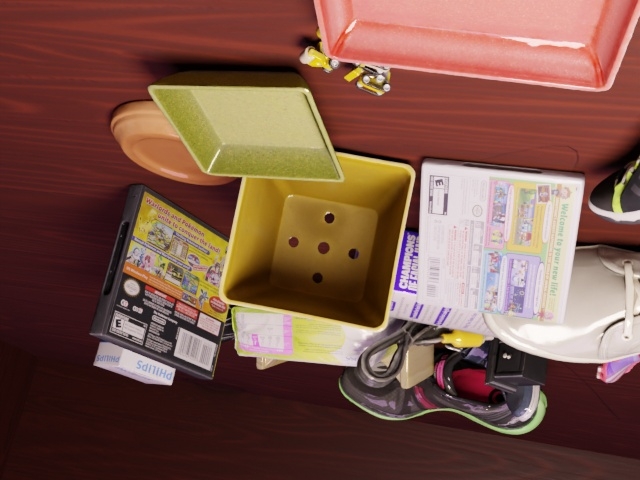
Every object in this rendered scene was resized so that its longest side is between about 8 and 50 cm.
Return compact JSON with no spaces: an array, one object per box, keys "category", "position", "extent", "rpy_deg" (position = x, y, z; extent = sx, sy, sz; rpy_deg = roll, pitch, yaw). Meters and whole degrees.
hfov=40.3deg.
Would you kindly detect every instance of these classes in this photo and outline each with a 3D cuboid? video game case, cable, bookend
[{"category":"video game case","position":[0.221,0.003,1.099],"extent":[0.193,0.023,0.212],"rpy_deg":[7,122,15]},{"category":"video game case","position":[-0.245,0.076,1.442],"extent":[0.035,0.248,0.275],"rpy_deg":[-1,157,33]},{"category":"cable","position":[0.165,0.145,1.457],"extent":[0.287,0.139,0.072],"rpy_deg":[-14,157,-41]},{"category":"bookend","position":[0.372,0.180,1.507],"extent":[0.072,0.157,0.156],"rpy_deg":[22,160,-29]}]

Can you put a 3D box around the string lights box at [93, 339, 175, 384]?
[{"category":"string lights box","position":[-0.311,0.123,1.606],"extent":[0.077,0.259,0.133],"rpy_deg":[-3,156,38]}]

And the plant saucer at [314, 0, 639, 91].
[{"category":"plant saucer","position":[0.120,-0.213,0.680],"extent":[0.259,0.047,0.258],"rpy_deg":[10,162,10]}]

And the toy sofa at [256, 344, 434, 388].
[{"category":"toy sofa","position":[0.051,0.187,1.797],"extent":[0.363,0.177,0.150],"rpy_deg":[2,-176,27]}]

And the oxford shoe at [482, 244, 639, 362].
[{"category":"oxford shoe","position":[0.444,0.080,1.162],"extent":[0.449,0.169,0.130],"rpy_deg":[3,164,4]}]

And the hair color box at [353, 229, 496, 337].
[{"category":"hair color box","position":[0.217,0.073,1.370],"extent":[0.339,0.110,0.185],"rpy_deg":[9,164,3]}]

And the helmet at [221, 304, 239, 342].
[{"category":"helmet","position":[-0.226,0.131,1.737],"extent":[0.161,0.169,0.169],"rpy_deg":[6,169,-40]}]

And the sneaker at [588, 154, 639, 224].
[{"category":"sneaker","position":[0.359,-0.088,0.892],"extent":[0.097,0.084,0.235],"rpy_deg":[45,150,-16]}]

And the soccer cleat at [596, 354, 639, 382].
[{"category":"soccer cleat","position":[0.560,0.210,1.608],"extent":[0.095,0.083,0.248],"rpy_deg":[1,156,18]}]

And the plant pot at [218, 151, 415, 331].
[{"category":"plant pot","position":[0.000,0.000,1.169],"extent":[0.212,0.212,0.187],"rpy_deg":[11,175,4]}]

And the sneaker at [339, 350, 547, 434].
[{"category":"sneaker","position":[0.274,0.315,2.010],"extent":[0.483,0.185,0.202],"rpy_deg":[2,141,20]}]

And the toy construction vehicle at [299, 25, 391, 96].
[{"category":"toy construction vehicle","position":[0.034,-0.182,0.859],"extent":[0.098,0.035,0.086],"rpy_deg":[19,172,-12]}]

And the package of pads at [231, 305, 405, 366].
[{"category":"package of pads","position":[0.011,0.148,1.593],"extent":[0.297,0.101,0.229],"rpy_deg":[1,-170,29]}]

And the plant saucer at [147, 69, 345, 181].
[{"category":"plant saucer","position":[-0.076,-0.137,1.003],"extent":[0.188,0.045,0.188],"rpy_deg":[4,154,17]}]

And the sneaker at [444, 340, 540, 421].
[{"category":"sneaker","position":[0.317,0.230,1.632],"extent":[0.163,0.226,0.086],"rpy_deg":[22,123,-16]}]

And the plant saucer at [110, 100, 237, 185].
[{"category":"plant saucer","position":[-0.183,-0.121,1.158],"extent":[0.200,0.037,0.200],"rpy_deg":[11,161,4]}]
